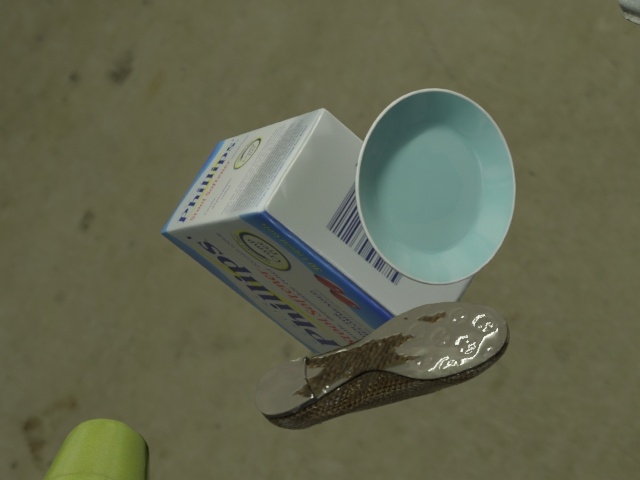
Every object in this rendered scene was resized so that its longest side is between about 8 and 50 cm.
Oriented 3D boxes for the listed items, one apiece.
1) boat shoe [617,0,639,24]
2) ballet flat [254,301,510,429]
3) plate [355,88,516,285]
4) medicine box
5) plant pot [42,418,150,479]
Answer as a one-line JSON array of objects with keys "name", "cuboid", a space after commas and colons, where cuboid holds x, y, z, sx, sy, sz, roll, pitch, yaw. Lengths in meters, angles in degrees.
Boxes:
[{"name": "boat shoe", "cuboid": [0.351, -0.115, 1.216, 0.320, 0.118, 0.103, 24, 109, 13]}, {"name": "ballet flat", "cuboid": [0.059, 0.121, 1.574, 0.250, 0.058, 0.084, -20, 49, 17]}, {"name": "plate", "cuboid": [0.107, -0.051, 1.643, 0.024, 0.188, 0.188, 0, 65, 57]}, {"name": "medicine box", "cuboid": [0.000, 0.000, 2.003, 0.149, 0.263, 0.289, -58, 20, -20]}, {"name": "plant pot", "cuboid": [-0.128, 0.144, 0.974, 0.083, 0.083, 0.079, -33, 27, 23]}]
